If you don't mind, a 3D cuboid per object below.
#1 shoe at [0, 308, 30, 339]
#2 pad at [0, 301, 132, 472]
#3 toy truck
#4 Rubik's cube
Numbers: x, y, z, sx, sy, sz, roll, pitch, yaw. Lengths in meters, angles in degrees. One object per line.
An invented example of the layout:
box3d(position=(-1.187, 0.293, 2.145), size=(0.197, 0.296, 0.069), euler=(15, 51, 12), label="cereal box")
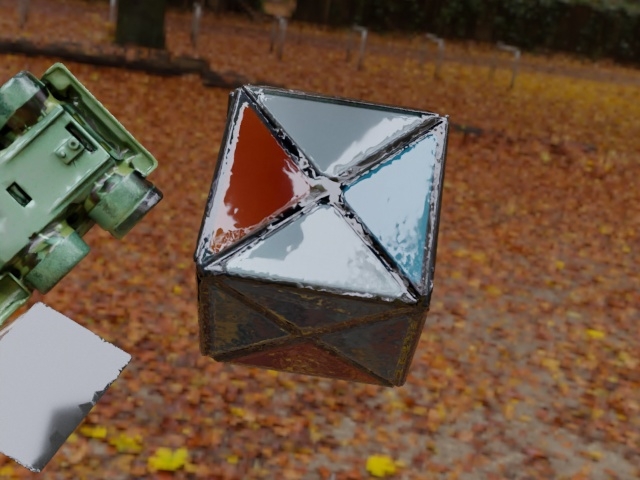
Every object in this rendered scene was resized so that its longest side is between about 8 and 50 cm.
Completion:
box3d(position=(-0.424, 0.149, 1.491), size=(0.072, 0.069, 0.109), euler=(-28, 17, 52), label="shoe")
box3d(position=(-0.328, 0.164, 1.241), size=(0.143, 0.003, 0.211), euler=(30, 39, 5), label="pad")
box3d(position=(-0.242, 0.010, 0.745), size=(0.128, 0.259, 0.135), euler=(45, -21, -8), label="toy truck")
box3d(position=(0.000, 0.001, 1.204), size=(0.246, 0.250, 0.248), euler=(9, -27, 0), label="Rubik's cube")
